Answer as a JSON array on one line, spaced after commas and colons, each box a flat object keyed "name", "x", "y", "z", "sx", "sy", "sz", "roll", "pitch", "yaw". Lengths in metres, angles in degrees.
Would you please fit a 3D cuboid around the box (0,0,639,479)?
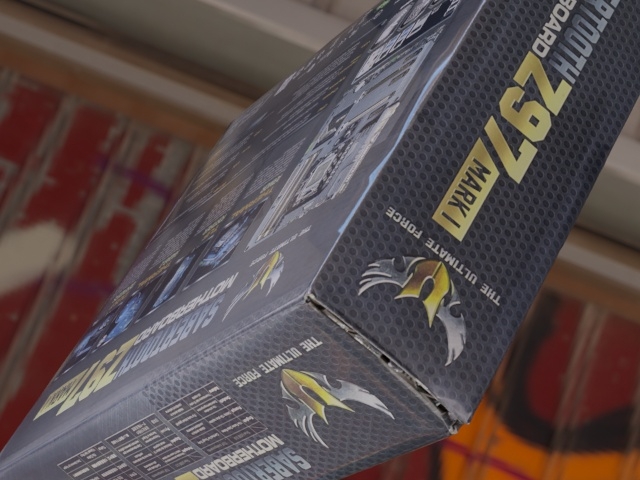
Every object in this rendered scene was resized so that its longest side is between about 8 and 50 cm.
[{"name": "box", "x": 0.000, "y": 0.000, "z": 0.553, "sx": 0.232, "sy": 0.059, "sz": 0.183, "roll": -33, "pitch": 20, "yaw": 54}]
